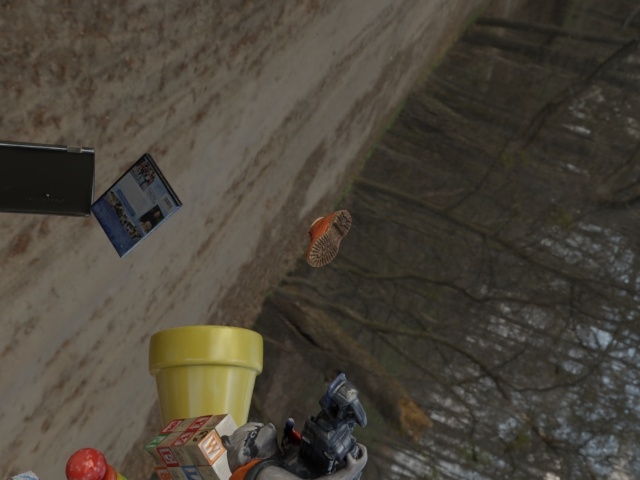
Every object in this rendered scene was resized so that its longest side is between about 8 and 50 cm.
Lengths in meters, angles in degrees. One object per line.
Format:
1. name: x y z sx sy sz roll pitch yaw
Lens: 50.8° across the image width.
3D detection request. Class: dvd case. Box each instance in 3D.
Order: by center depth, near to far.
1. dvd case: -0.514 -0.095 1.867 0.253 0.180 0.022 -38 169 21

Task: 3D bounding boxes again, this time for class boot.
1. boot: 0.000 0.000 1.475 0.059 0.084 0.158 56 49 -27

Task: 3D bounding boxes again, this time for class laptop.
1. laptop: -0.676 -0.082 1.406 0.408 0.381 0.237 129 -39 -61

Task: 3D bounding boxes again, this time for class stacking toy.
1. stacking toy: -0.497 0.602 1.596 0.141 0.141 0.330 -63 150 -42

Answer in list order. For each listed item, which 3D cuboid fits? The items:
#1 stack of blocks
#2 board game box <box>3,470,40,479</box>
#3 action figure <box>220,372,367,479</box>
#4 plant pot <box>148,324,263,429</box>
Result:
1. stack of blocks: -0.176 0.469 1.232 0.171 0.297 0.087 -18 -165 39
2. board game box: -0.695 0.590 1.592 0.020 0.090 0.090 -62 158 10
3. action figure: -0.004 0.326 0.801 0.178 0.330 0.341 -30 142 -30
4. plant pot: -0.250 0.330 1.479 0.254 0.253 0.239 95 -7 -70
